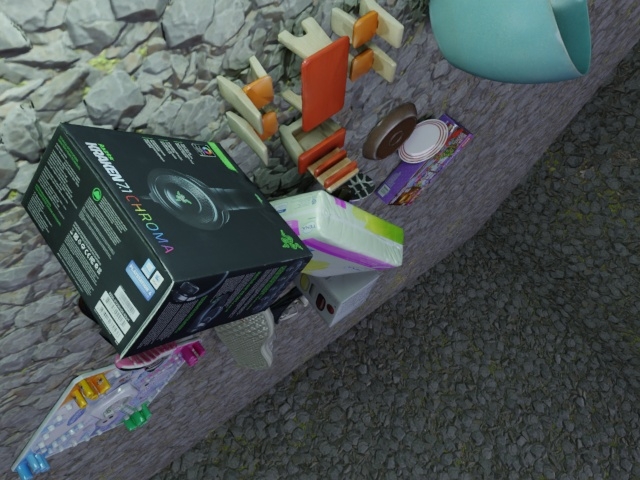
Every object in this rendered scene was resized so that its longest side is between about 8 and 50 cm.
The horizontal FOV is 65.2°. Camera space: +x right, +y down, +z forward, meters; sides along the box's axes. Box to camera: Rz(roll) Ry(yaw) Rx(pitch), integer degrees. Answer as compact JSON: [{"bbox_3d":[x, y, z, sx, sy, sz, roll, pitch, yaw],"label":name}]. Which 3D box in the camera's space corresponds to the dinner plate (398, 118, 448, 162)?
[{"bbox_3d":[0.267,-0.261,1.309,0.141,0.017,0.141,-15,141,-12],"label":"dinner plate"}]

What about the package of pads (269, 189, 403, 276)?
[{"bbox_3d":[0.000,0.000,1.020,0.229,0.101,0.297,-11,160,37],"label":"package of pads"}]

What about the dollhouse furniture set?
[{"bbox_3d":[0.004,-0.201,0.776,0.262,0.135,0.259,-36,161,-15],"label":"dollhouse furniture set"}]

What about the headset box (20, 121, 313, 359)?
[{"bbox_3d":[-0.180,-0.012,0.660,0.131,0.246,0.283,-49,160,24],"label":"headset box"}]

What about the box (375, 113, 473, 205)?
[{"bbox_3d":[0.308,-0.225,1.471,0.293,0.057,0.201,-49,161,23],"label":"box"}]

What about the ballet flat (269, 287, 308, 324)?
[{"bbox_3d":[-0.085,0.205,1.654,0.203,0.074,0.074,-37,162,-13],"label":"ballet flat"}]

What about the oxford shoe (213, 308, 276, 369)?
[{"bbox_3d":[-0.202,0.239,1.427,0.449,0.169,0.130,90,9,-57],"label":"oxford shoe"}]

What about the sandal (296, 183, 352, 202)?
[{"bbox_3d":[-0.035,-0.074,1.106,0.219,0.060,0.090,-31,148,18],"label":"sandal"}]

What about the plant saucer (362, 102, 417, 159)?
[{"bbox_3d":[0.171,-0.249,1.183,0.169,0.029,0.168,-36,161,-14],"label":"plant saucer"}]

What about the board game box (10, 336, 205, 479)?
[{"bbox_3d":[-0.529,0.429,1.301,0.390,0.050,0.390,-49,160,23],"label":"board game box"}]

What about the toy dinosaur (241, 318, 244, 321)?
[{"bbox_3d":[-0.253,0.129,1.121,0.092,0.183,0.053,-116,-136,-69],"label":"toy dinosaur"}]

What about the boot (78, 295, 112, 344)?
[{"bbox_3d":[-0.364,0.119,0.918,0.106,0.082,0.219,-56,167,-31],"label":"boot"}]

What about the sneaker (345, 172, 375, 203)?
[{"bbox_3d":[0.055,-0.111,1.244,0.170,0.068,0.071,-28,175,-13],"label":"sneaker"}]

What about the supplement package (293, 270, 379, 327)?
[{"bbox_3d":[0.039,0.115,1.493,0.149,0.194,0.203,-32,160,-24],"label":"supplement package"}]

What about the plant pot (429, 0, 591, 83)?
[{"bbox_3d":[0.295,-0.380,0.809,0.196,0.289,0.290,-8,-173,40],"label":"plant pot"}]

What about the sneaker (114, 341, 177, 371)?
[{"bbox_3d":[-0.410,0.277,1.164,0.074,0.063,0.170,-55,163,19],"label":"sneaker"}]
